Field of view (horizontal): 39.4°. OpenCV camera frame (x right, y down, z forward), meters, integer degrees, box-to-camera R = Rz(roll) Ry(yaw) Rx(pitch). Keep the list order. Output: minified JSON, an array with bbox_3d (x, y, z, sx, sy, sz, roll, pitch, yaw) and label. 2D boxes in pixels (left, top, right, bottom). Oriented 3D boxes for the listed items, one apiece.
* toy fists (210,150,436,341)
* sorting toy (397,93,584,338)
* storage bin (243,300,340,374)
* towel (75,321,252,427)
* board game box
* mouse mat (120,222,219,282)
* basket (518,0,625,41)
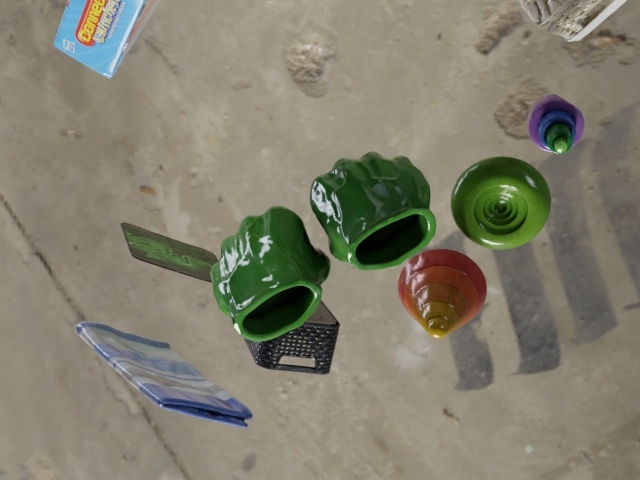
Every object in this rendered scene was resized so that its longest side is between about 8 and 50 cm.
[{"bbox_3d":[0.000,0.000,1.029,0.279,0.096,0.142,-32,45,8],"label":"toy fists"},{"bbox_3d":[0.211,-0.006,1.110,0.127,0.126,0.365,28,117,-3],"label":"sorting toy"},{"bbox_3d":[-0.052,0.141,1.446,0.180,0.122,0.084,-136,57,-70],"label":"storage bin"},{"bbox_3d":[-0.260,0.216,1.473,0.285,0.209,0.034,28,92,44],"label":"towel"},{"bbox_3d":[-0.201,-0.410,1.127,0.086,0.308,0.302,29,141,-12],"label":"board game box"},{"bbox_3d":[-0.252,0.025,1.557,0.007,0.190,0.152,-63,29,14],"label":"mouse mat"},{"bbox_3d":[0.297,-0.351,1.124,0.113,0.103,0.167,-41,68,37],"label":"basket"}]
